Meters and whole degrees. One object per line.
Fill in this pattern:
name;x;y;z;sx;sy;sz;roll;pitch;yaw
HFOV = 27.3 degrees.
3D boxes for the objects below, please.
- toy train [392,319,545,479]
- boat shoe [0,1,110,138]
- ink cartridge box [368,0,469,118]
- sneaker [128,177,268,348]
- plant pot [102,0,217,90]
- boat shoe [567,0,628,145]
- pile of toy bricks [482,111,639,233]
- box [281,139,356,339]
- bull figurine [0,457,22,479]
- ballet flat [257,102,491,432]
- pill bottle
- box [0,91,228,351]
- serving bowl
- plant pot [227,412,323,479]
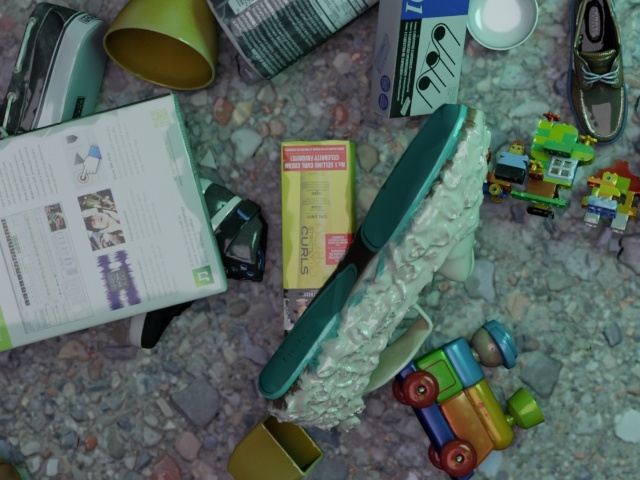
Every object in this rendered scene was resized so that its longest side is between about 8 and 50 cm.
toy train;0.196;0.224;1.508;0.143;0.105;0.248;-29;88;-6
boat shoe;-0.346;-0.130;1.559;0.104;0.113;0.306;21;101;15
ink cartridge box;0.113;-0.243;1.466;0.097;0.046;0.207;-10;117;-32
sneaker;-0.134;0.047;1.551;0.121;0.079;0.217;25;94;7
plant pot;-0.174;-0.250;1.534;0.134;0.134;0.095;14;69;7
boat shoe;0.309;-0.199;1.488;0.066;0.066;0.183;-8;90;8
pile of toy bricks;0.257;-0.091;1.481;0.212;0.118;0.105;14;76;17
box;0.000;0.000;1.541;0.087;0.058;0.232;0;92;8
bull figurine;-0.381;0.413;1.557;0.101;0.188;0.310;-23;82;27
ballet flat;0.084;0.040;1.447;0.147;0.147;0.409;36;103;6
pill bottle;0.001;-0.300;1.497;0.245;0.130;0.130;-33;87;7
box;-0.287;-0.015;1.483;0.321;0.058;0.232;-15;96;-1
serving bowl;0.208;-0.259;1.520;0.083;0.027;0.083;0;91;7
plant pot;-0.061;0.256;1.550;0.083;0.081;0.081;-41;86;19
